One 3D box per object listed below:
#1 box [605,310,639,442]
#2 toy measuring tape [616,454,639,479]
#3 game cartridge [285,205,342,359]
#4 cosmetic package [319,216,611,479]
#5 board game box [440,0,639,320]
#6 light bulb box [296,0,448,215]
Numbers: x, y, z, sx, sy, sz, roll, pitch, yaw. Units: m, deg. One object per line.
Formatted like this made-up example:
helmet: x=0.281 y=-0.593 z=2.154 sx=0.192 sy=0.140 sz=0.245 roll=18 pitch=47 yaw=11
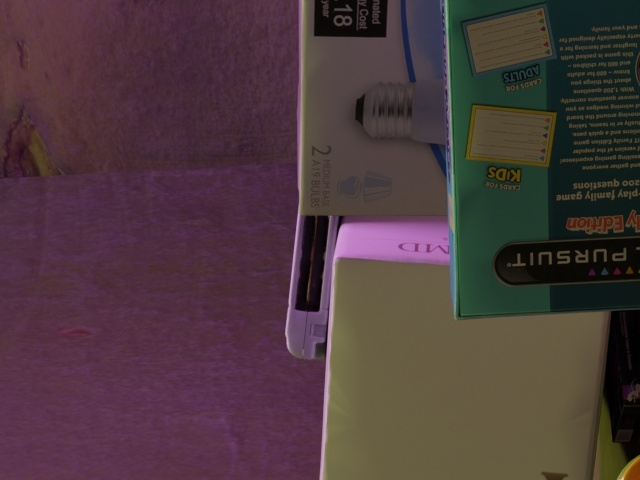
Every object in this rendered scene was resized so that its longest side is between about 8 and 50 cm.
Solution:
box: x=0.360 y=0.146 z=2.039 sx=0.116 sy=0.029 sz=0.162 roll=85 pitch=-176 yaw=-61
toy measuring tape: x=0.314 y=0.293 z=1.469 sx=0.121 sy=0.121 sz=0.330 roll=85 pitch=-178 yaw=-55
game cartridge: x=0.000 y=0.000 z=2.114 sx=0.198 sy=0.062 sz=0.297 roll=104 pitch=172 yaw=-86
cosmetic package: x=0.184 y=0.109 z=2.141 sx=0.393 sy=0.330 sz=0.327 roll=-76 pitch=-11 yaw=-68
board game box: x=0.216 y=-0.116 z=1.247 sx=0.079 sy=0.254 sz=0.336 roll=-87 pitch=-6 yaw=-71
light bulb box: x=0.158 y=-0.222 z=1.612 sx=0.225 sy=0.361 sz=0.357 roll=-92 pitch=2 yaw=-56
